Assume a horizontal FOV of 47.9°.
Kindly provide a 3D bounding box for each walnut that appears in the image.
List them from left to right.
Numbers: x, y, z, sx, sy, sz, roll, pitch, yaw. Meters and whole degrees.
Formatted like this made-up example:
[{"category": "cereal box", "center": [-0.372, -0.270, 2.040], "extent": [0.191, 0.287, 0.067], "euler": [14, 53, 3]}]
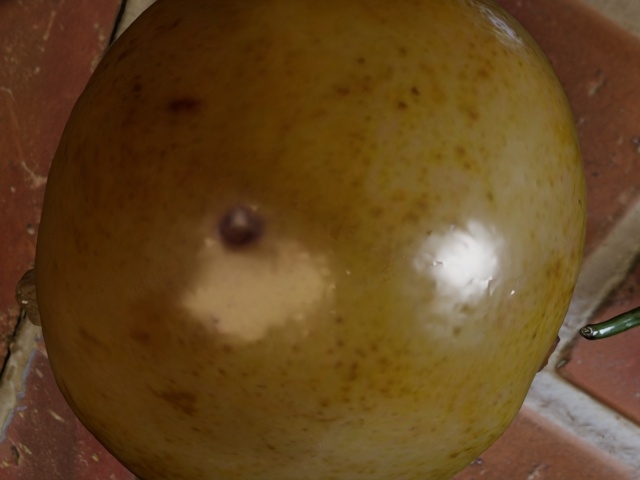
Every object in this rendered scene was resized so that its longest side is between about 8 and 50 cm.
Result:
[{"category": "walnut", "center": [-0.311, 0.064, 0.845], "extent": [0.096, 0.082, 0.079], "euler": [-7, 140, 30]}]

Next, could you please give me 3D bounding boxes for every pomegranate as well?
[{"category": "pomegranate", "center": [0.000, 0.000, 0.535], "extent": [0.416, 0.416, 0.417], "euler": [7, 114, 17]}]

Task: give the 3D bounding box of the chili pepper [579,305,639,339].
[{"category": "chili pepper", "center": [0.388, 0.011, 0.538], "extent": [0.368, 0.137, 0.092], "euler": [-24, 73, 35]}]
